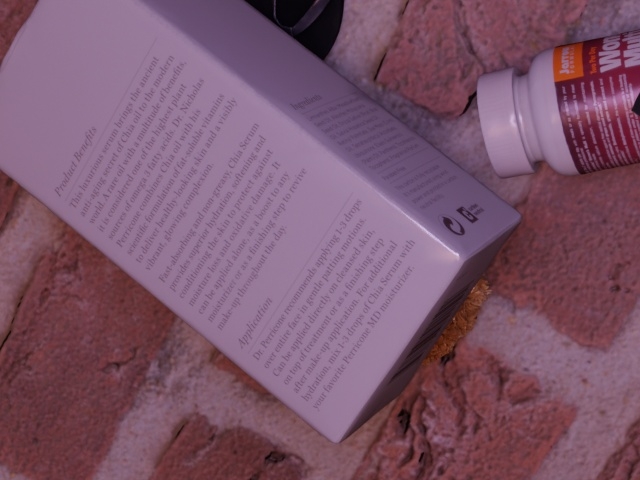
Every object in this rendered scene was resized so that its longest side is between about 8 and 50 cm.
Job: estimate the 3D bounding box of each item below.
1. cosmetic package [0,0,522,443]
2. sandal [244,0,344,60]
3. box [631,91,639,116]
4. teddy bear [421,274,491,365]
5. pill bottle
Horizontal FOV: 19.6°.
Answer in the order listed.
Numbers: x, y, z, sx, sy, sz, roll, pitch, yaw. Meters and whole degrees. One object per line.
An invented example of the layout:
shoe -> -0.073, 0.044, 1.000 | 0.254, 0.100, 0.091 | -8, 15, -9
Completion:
cosmetic package -> -0.073, -0.057, 1.687 | 0.453, 0.161, 0.230 | 39, 117, 11
sandal -> -0.011, -0.265, 1.755 | 0.097, 0.054, 0.254 | 23, 111, 6
box -> 0.422, -0.185, 1.483 | 0.242, 0.076, 0.307 | 34, 115, 26
teddy bear -> 0.000, 0.000, 1.807 | 0.245, 0.113, 0.338 | -32, 97, 23
pill bottle -> 0.262, -0.126, 1.695 | 0.221, 0.121, 0.121 | -11, 104, 17
